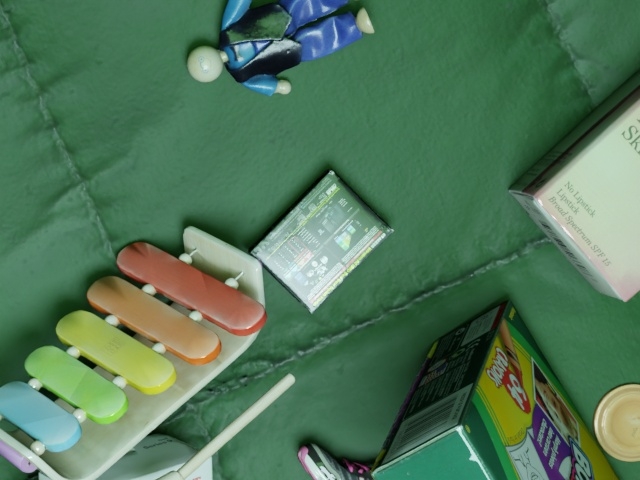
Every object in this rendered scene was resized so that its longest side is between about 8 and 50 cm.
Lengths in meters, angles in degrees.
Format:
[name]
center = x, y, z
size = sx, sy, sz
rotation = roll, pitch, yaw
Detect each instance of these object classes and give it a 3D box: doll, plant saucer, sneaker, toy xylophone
[doll]
center = -0.047, -0.210, 1.855
size = 0.189, 0.046, 0.129
rotation = -23, 106, 2
[plant saucer]
center = 0.331, 0.194, 1.946
size = 0.083, 0.013, 0.083
rotation = -1, 95, -6
[sneaker]
center = 0.055, 0.249, 1.897
size = 0.170, 0.063, 0.075
rotation = 36, 90, -13
[toy xylophone]
center = -0.167, 0.126, 1.765
size = 0.322, 0.236, 0.081
rotation = -47, 138, -31

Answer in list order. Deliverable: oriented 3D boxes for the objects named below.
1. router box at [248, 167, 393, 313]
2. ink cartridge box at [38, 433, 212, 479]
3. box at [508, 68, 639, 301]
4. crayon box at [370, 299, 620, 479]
[router box]
center = 0.000, 0.000, 1.881
size = 0.122, 0.038, 0.092
rotation = -45, 97, -1
[ink cartridge box]
center = -0.189, 0.314, 1.811
size = 0.154, 0.093, 0.212
rotation = -12, 107, -39
[box]
center = 0.332, -0.071, 1.868
size = 0.232, 0.127, 0.148
rotation = -43, 97, -1
[crayon box]
center = 0.202, 0.260, 1.758
size = 0.106, 0.363, 0.313
rotation = -31, 97, 19
